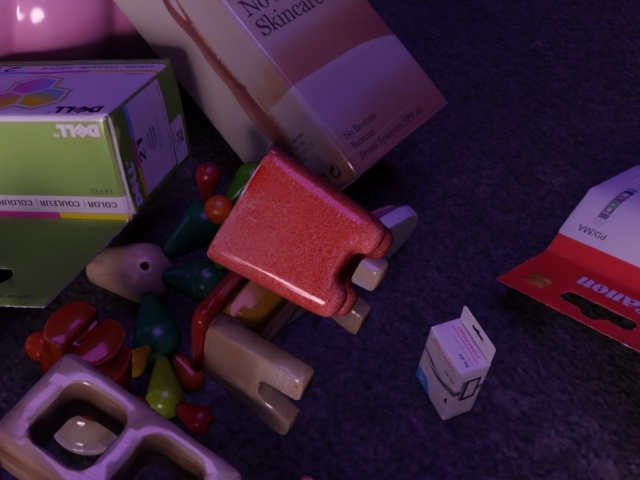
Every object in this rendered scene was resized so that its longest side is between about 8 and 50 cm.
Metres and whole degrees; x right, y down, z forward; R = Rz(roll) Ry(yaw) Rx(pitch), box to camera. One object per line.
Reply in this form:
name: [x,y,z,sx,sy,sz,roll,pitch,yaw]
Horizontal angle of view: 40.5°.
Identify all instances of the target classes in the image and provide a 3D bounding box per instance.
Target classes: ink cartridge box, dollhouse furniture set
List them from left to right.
ink cartridge box: [-0.240,-0.056,0.685,0.189,0.097,0.255,2,30,15]
dollhouse furniture set: [-0.112,0.078,0.394,0.152,0.201,0.374,32,56,10]
ink cartridge box: [0.104,0.096,0.678,0.028,0.083,0.048,-15,51,-21]
ink cartridge box: [0.294,0.011,0.760,0.225,0.056,0.181,-22,36,-37]

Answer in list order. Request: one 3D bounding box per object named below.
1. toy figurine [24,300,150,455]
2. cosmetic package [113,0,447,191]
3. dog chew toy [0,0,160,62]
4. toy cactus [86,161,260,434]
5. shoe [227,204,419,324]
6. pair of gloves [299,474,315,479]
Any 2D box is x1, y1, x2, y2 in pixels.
toy figurine: [-0.207,0.158,0.540,0.213,0.148,0.209,-7,55,-17]
cosmetic package: [-0.043,-0.184,0.802,0.296,0.129,0.153,50,55,-2]
dog chew toy: [-0.291,-0.242,0.864,0.332,0.206,0.206,-3,47,-22]
toy cactus: [-0.116,0.031,0.685,0.180,0.112,0.219,6,78,30]
shoe: [0.000,0.000,0.764,0.178,0.063,0.081,-32,63,-26]
pair of gloves: [0.005,0.229,0.556,0.198,0.023,0.159,30,36,19]
